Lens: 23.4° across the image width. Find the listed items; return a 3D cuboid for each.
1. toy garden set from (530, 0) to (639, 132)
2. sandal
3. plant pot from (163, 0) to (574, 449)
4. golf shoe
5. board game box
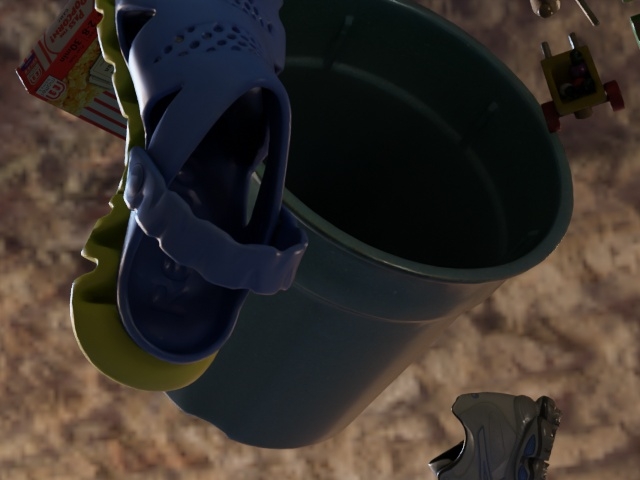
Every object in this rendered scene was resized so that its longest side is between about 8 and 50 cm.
[{"bbox_3d":[0.271,-0.213,1.351,0.204,0.244,0.049,-18,-31,9],"label":"toy garden set"},{"bbox_3d":[-0.059,-0.075,0.900,0.126,0.317,0.138,9,-16,-32],"label":"sandal"},{"bbox_3d":[0.000,0.000,1.408,0.341,0.341,0.334,4,-41,-27],"label":"plant pot"},{"bbox_3d":[0.120,0.185,1.139,0.086,0.176,0.069,14,24,9],"label":"golf shoe"},{"bbox_3d":[-0.162,-0.166,1.442,0.193,0.045,0.147,25,-69,-43],"label":"board game box"}]
